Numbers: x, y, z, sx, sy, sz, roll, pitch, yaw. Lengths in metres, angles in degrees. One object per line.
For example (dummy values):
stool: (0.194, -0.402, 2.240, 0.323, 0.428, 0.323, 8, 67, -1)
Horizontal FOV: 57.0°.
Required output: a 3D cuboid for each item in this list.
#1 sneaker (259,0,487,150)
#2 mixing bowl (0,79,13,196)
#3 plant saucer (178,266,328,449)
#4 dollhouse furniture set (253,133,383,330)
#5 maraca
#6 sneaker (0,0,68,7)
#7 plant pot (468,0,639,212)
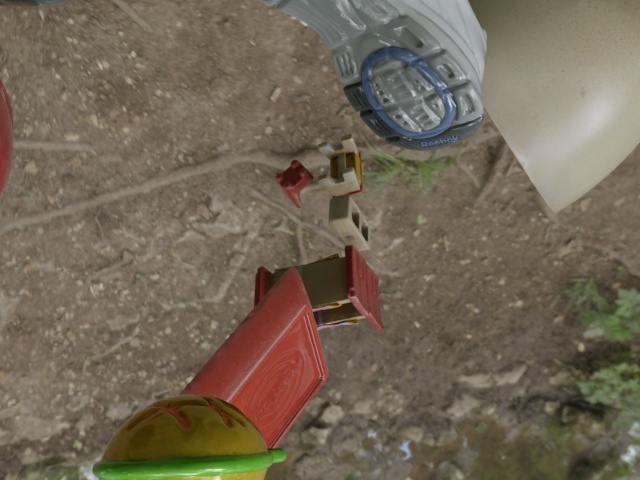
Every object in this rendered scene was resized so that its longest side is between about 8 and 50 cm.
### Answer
sneaker: (0.023, -0.203, 0.416, 0.297, 0.110, 0.129, 49, 47, -28)
mixing bowl: (-0.292, -0.058, 0.406, 0.181, 0.098, 0.182, -29, 138, -30)
plant saucer: (-0.075, 0.207, 0.814, 0.258, 0.047, 0.259, -49, 149, -28)
dollhouse furniture set: (0.000, 0.000, 1.166, 0.201, 0.375, 0.152, -13, 146, 20)
maraca: (-0.096, 0.173, 0.462, 0.127, 0.099, 0.186, -3, 163, 12)
sneaker: (-0.481, -0.451, 0.928, 0.139, 0.341, 0.125, -16, 125, -13)
plant pot: (0.252, -0.199, 0.603, 0.190, 0.284, 0.284, -32, 129, 22)
